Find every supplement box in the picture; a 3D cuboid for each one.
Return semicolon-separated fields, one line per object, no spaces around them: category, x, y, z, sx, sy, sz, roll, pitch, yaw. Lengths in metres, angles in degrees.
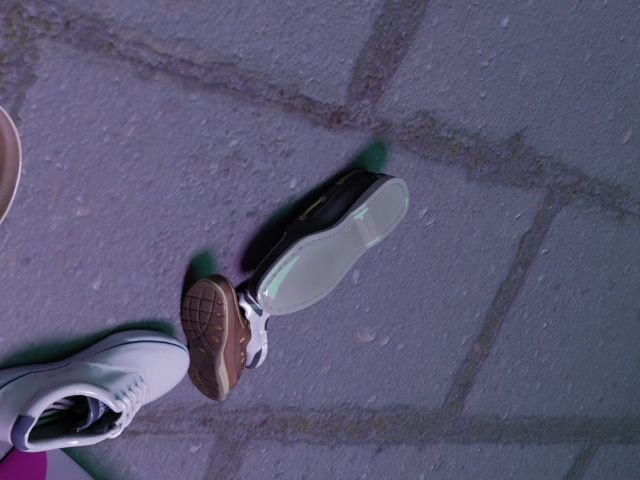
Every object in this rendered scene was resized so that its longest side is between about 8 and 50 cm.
supplement box;-0.253;0.305;1.484;0.111;0.114;0.220;-47;146;-13

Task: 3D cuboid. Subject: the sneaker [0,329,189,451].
sneaker;-0.220;0.160;1.425;0.258;0.091;0.094;-16;128;-44

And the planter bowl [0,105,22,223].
planter bowl;-0.327;-0.062;1.100;0.162;0.109;0.162;-31;137;-33

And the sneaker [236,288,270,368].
sneaker;-0.082;0.097;1.603;0.044;0.040;0.109;-10;122;-27

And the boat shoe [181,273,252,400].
boat shoe;-0.108;0.096;1.546;0.060;0.064;0.178;-39;148;-34

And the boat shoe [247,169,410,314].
boat shoe;0.000;0.000;1.592;0.228;0.069;0.081;-38;130;-26
